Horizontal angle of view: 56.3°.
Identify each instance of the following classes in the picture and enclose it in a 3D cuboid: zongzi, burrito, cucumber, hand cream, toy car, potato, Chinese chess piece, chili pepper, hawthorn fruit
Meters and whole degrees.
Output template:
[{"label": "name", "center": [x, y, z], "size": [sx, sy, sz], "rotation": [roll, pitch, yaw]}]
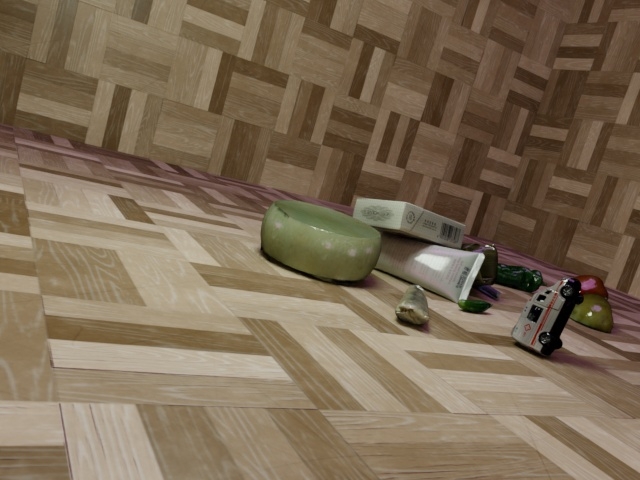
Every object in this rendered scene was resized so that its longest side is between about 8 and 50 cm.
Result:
[{"label": "zongzi", "center": [0.436, 0.093, 2.102], "size": [0.318, 0.154, 0.289], "rotation": [-4, -2, -1]}, {"label": "burrito", "center": [0.233, 0.160, 1.501], "size": [0.082, 0.059, 0.275], "rotation": [25, 10, 6]}, {"label": "cucumber", "center": [0.458, 0.195, 1.762], "size": [0.155, 0.037, 0.037], "rotation": [8, 13, -37]}, {"label": "hand cream", "center": [0.325, 0.074, 1.918], "size": [0.359, 0.185, 0.118], "rotation": [18, -24, 29]}, {"label": "toy car", "center": [0.568, 0.180, 1.499], "size": [0.089, 0.209, 0.108], "rotation": [23, 3, -45]}, {"label": "potato", "center": [0.990, 0.246, 2.179], "size": [0.160, 0.111, 0.272], "rotation": [22, 11, 18]}, {"label": "Chinese chess piece", "center": [0.000, 0.000, 1.714], "size": [0.350, 0.146, 0.349], "rotation": [16, 13, -4]}, {"label": "chili pepper", "center": [0.802, 0.151, 2.469], "size": [0.271, 0.099, 0.136], "rotation": [10, -16, -2]}, {"label": "hawthorn fruit", "center": [1.019, 0.212, 2.359], "size": [0.204, 0.162, 0.163], "rotation": [-5, 17, -21]}]

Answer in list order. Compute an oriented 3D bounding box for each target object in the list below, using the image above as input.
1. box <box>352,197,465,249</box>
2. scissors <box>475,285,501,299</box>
[{"label": "box", "center": [0.293, -0.053, 1.964], "size": [0.330, 0.095, 0.210], "rotation": [14, -3, -42]}, {"label": "scissors", "center": [0.590, 0.167, 2.185], "size": [0.125, 0.030, 0.256], "rotation": [12, 8, -12]}]
